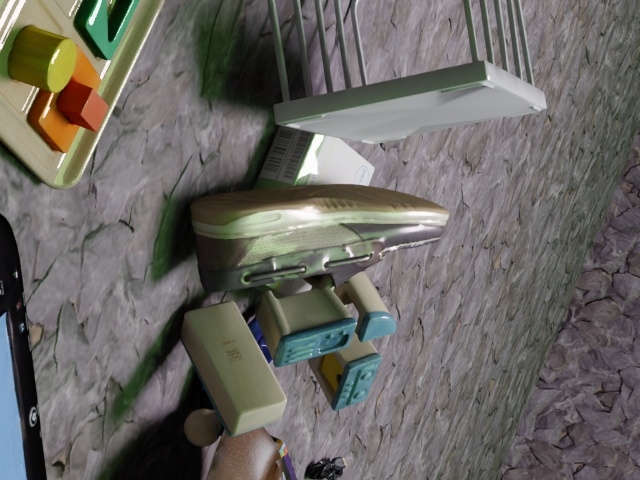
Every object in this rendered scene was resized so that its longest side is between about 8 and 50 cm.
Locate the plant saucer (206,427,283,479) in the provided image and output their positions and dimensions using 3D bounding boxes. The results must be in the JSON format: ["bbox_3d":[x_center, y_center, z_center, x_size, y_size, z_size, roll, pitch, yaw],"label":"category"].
[{"bbox_3d":[-0.084,0.321,1.388,0.310,0.050,0.310,9,90,-82],"label":"plant saucer"}]

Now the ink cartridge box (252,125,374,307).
[{"bbox_3d":[0.007,-0.005,1.478,0.235,0.056,0.171,34,74,-52],"label":"ink cartridge box"}]

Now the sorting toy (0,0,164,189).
[{"bbox_3d":[-0.165,-0.140,0.960,0.347,0.047,0.196,-67,161,-13],"label":"sorting toy"}]

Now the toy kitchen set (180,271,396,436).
[{"bbox_3d":[-0.027,0.138,1.395,0.207,0.122,0.166,-14,146,-25],"label":"toy kitchen set"}]

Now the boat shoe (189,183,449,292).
[{"bbox_3d":[0.000,0.000,1.342,0.285,0.103,0.092,-4,106,-40],"label":"boat shoe"}]

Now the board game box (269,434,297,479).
[{"bbox_3d":[-0.088,0.319,1.624,0.141,0.048,0.170,81,33,-58],"label":"board game box"}]

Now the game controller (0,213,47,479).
[{"bbox_3d":[-0.224,0.144,0.907,0.166,0.067,0.319,-44,137,-58],"label":"game controller"}]

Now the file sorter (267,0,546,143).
[{"bbox_3d":[0.083,-0.199,1.343,0.278,0.193,0.173,1,80,-71],"label":"file sorter"}]

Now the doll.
[{"bbox_3d":[-0.088,0.137,1.447,0.189,0.046,0.129,-55,148,-45],"label":"doll"}]

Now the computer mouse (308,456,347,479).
[{"bbox_3d":[-0.008,0.385,1.929,0.106,0.042,0.193,-2,104,-75],"label":"computer mouse"}]
